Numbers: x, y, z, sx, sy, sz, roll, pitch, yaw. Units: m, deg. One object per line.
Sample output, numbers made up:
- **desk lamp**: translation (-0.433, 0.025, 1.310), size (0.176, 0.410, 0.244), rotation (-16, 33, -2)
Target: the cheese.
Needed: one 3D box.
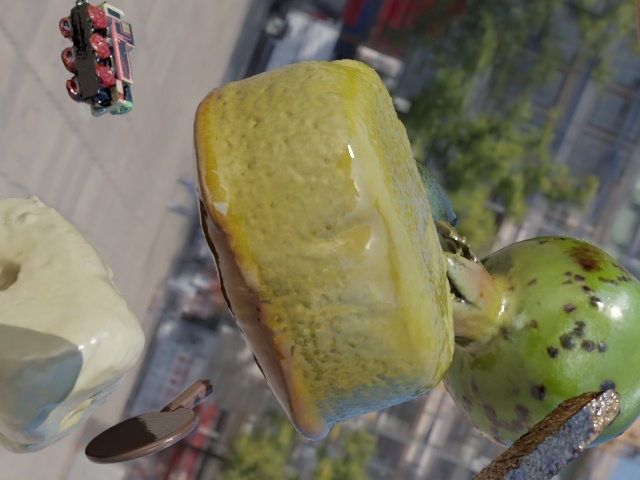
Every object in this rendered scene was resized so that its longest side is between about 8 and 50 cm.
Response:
- **cheese**: translation (-0.262, 0.110, 1.504), size (0.248, 0.174, 0.251), rotation (35, -35, 57)

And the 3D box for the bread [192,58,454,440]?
- **bread**: translation (0.000, 0.000, 1.107), size (0.270, 0.148, 0.269), rotation (-17, 90, -78)

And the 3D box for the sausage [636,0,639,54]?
- **sausage**: translation (0.375, -0.221, 1.527), size (0.120, 0.136, 0.241), rotation (-13, -101, 52)

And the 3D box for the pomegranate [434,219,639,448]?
- **pomegranate**: translation (0.187, 0.086, 1.535), size (0.231, 0.286, 0.231), rotation (-60, -169, 20)

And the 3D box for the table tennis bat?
- **table tennis bat**: translation (-0.168, 0.126, 1.481), size (0.170, 0.108, 0.119), rotation (-35, 112, -57)

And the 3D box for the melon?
- **melon**: translation (0.087, -0.057, 1.743), size (0.079, 0.128, 0.160), rotation (-30, -163, -34)

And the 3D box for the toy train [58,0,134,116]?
- **toy train**: translation (-0.240, -0.197, 1.729), size (0.087, 0.050, 0.138), rotation (20, 53, -54)

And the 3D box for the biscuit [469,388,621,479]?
- **biscuit**: translation (0.184, 0.183, 1.333), size (0.199, 0.034, 0.064), rotation (-31, -178, -41)
